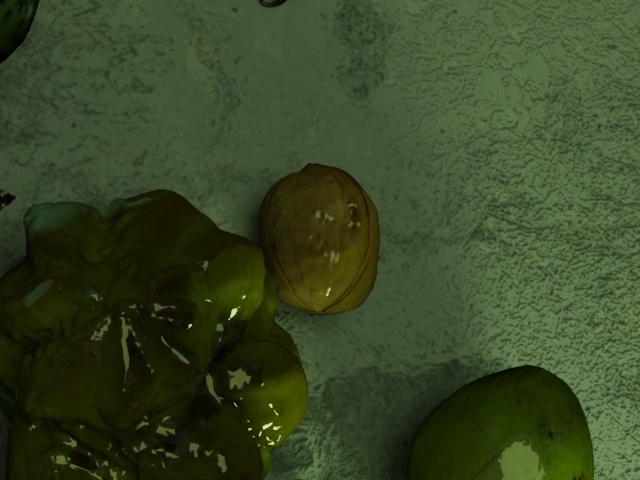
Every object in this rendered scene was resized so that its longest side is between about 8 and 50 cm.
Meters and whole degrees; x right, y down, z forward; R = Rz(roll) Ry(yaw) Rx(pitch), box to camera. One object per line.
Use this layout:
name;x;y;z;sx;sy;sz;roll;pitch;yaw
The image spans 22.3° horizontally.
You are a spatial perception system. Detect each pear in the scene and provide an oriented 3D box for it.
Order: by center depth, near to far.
pear;0.198;0.259;1.794;0.212;0.212;0.269;40;64;-11

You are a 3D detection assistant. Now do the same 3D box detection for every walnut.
walnut;0.000;0.000;1.816;0.144;0.144;0.180;4;67;-26

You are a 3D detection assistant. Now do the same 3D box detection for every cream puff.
cream puff;-0.166;0.122;1.614;0.378;0.275;0.378;9;70;-27

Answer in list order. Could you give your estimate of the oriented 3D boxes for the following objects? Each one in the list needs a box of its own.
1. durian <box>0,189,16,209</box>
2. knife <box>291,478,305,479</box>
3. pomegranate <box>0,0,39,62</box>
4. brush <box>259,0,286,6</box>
durian;-0.393;0.007;1.637;0.119;0.108;0.186;34;87;8
knife;0.027;0.367;1.783;0.058;0.032;0.244;-38;98;-33
pomegranate;-0.451;-0.281;1.625;0.341;0.285;0.285;-4;74;3
brush;-0.038;-0.298;1.956;0.083;0.008;0.024;-18;80;-30
